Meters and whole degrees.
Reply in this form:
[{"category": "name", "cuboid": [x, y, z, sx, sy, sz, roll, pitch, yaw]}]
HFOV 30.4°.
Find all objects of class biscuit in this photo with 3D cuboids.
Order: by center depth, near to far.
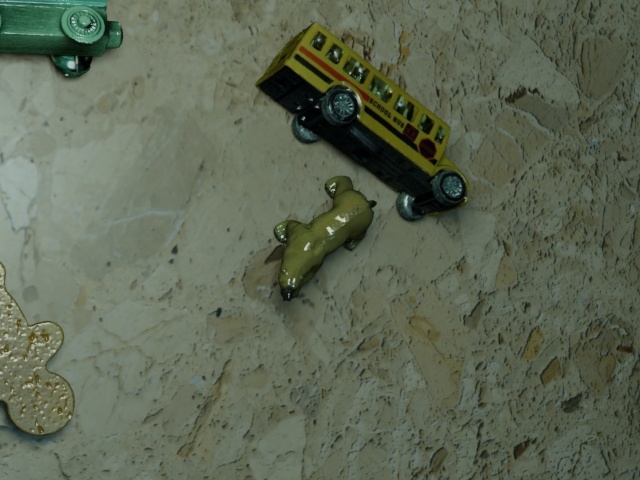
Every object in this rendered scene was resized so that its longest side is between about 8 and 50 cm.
[{"category": "biscuit", "cuboid": [-0.404, 0.146, 1.497, 0.158, 0.035, 0.240, -38, 100, -19]}]

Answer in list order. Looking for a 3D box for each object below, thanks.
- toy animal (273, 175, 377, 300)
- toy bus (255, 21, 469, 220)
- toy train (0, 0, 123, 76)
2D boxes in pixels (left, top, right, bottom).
[{"category": "toy animal", "cuboid": [0.000, 0.000, 1.652, 0.219, 0.101, 0.103, -40, 103, -22]}, {"category": "toy bus", "cuboid": [0.074, -0.165, 1.692, 0.335, 0.121, 0.123, 35, 66, -16]}, {"category": "toy train", "cuboid": [-0.382, -0.303, 1.522, 0.248, 0.101, 0.159, 0, 70, -24]}]
